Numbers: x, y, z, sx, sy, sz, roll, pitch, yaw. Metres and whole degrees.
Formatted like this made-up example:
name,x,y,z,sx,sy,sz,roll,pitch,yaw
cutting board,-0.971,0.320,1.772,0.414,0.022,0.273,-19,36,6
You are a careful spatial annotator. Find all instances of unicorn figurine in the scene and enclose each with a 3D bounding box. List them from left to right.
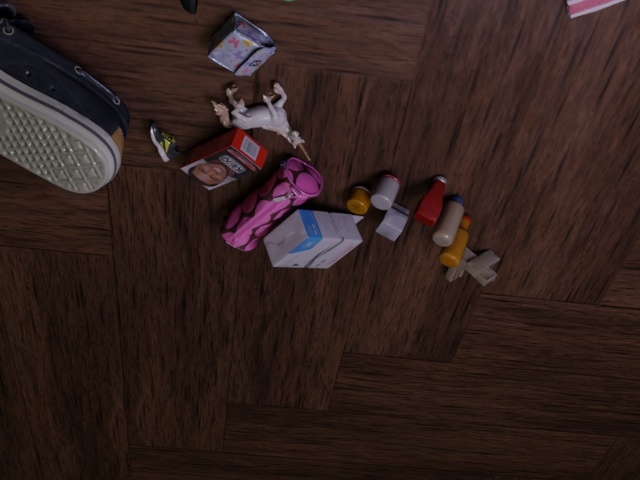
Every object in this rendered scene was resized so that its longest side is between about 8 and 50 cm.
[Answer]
name,x,y,z,sx,sy,sz,roll,pitch,yaw
unicorn figurine,-0.090,-0.202,1.343,0.161,0.060,0.111,11,144,12

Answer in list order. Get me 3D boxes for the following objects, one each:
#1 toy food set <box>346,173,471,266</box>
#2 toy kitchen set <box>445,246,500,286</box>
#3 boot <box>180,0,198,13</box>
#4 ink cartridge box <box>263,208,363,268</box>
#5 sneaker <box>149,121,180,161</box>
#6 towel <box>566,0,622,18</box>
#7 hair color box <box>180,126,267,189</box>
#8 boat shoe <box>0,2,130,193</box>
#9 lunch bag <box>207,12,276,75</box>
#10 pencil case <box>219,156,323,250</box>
name,x,y,z,sx,sy,sz,roll,pitch,yaw
toy food set,0.172,-0.060,1.475,0.232,0.105,0.111,28,147,-2
toy kitchen set,0.303,0.060,1.600,0.068,0.083,0.075,-27,149,-32
boot,-0.223,-0.379,1.160,0.099,0.045,0.121,0,130,-2
ink cartridge box,0.000,0.000,1.489,0.180,0.060,0.104,3,146,-46
sneaker,-0.264,-0.172,1.397,0.035,0.031,0.083,-19,139,1
towel,0.393,-0.407,1.128,0.144,0.029,0.197,-15,137,17
hair color box,-0.164,-0.136,1.390,0.141,0.043,0.072,-16,137,44
boat shoe,-0.505,-0.261,1.223,0.500,0.156,0.187,32,135,-14
lunch bag,-0.117,-0.290,1.247,0.083,0.053,0.071,26,133,-36
pencil case,-0.094,-0.059,1.458,0.095,0.098,0.209,34,128,-20
